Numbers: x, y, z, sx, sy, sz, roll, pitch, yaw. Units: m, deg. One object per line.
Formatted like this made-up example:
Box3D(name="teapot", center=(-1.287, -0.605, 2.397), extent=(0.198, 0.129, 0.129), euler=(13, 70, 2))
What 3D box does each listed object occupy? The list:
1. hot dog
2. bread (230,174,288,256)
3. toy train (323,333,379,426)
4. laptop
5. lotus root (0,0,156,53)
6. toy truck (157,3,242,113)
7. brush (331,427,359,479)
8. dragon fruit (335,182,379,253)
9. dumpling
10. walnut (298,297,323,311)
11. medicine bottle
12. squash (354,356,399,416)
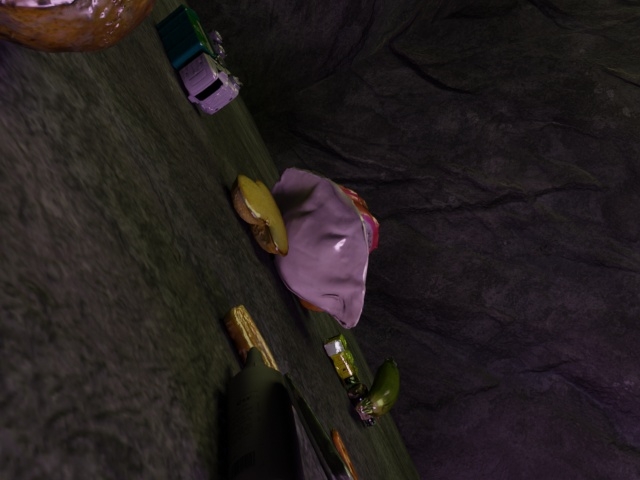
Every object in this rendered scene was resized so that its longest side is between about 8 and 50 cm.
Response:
Box3D(name="hot dog", center=(-0.068, 0.136, 0.606), extent=(0.137, 0.028, 0.044), euler=(61, 28, 1))
Box3D(name="bread", center=(-0.127, -0.045, 1.084), extent=(0.149, 0.065, 0.188), euler=(33, 33, -65))
Box3D(name="toy train", center=(0.081, 0.354, 1.378), extent=(0.250, 0.053, 0.085), euler=(65, 10, -5))
Box3D(name="laptop", center=(0.046, 0.235, 0.406), extent=(0.269, 0.015, 0.187), euler=(63, -10, -9))
Box3D(name="lotus root", center=(-0.185, -0.218, 0.368), extent=(0.275, 0.160, 0.152), euler=(-112, -160, -52))
Box3D(name="toy truck", center=(-0.274, -0.407, 1.219), extent=(0.124, 0.114, 0.253), euler=(33, 27, -59))
Box3D(name="brush", center=(0.084, 0.440, 0.846), extent=(0.315, 0.017, 0.090), euler=(64, -1, 23))
Box3D(name="dragon fruit", center=(0.018, -0.032, 1.567), extent=(0.189, 0.290, 0.291), euler=(57, -2, 34))
Box3D(name="dumpling", center=(0.001, 0.003, 1.172), extent=(0.260, 0.181, 0.341), euler=(118, -30, -45))
Box3D(name="walnut", center=(-0.001, 0.096, 1.367), extent=(0.144, 0.144, 0.180), euler=(63, -2, -17))
Box3D(name="medicine bottle", center=(-0.051, 0.149, 0.467), extent=(0.058, 0.057, 0.199), euler=(63, 1, -24))
Box3D(name="squash", center=(0.155, 0.375, 1.371), extent=(0.080, 0.071, 0.318), euler=(33, 16, 11))
